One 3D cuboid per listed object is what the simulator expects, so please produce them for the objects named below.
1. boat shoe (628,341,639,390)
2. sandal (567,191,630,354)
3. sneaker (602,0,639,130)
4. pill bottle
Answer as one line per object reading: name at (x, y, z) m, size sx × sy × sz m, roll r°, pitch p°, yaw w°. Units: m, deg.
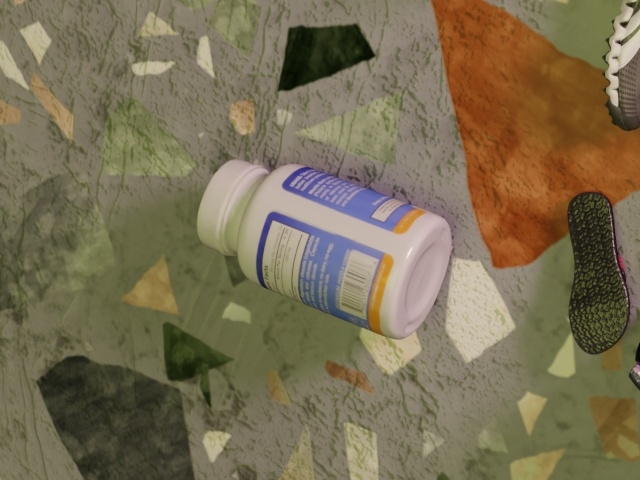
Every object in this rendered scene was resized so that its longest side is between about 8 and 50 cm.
boat shoe at (0.460, 0.197, 1.529) m, size 0.340 × 0.158 × 0.127 m, roll 37°, pitch 113°, yaw 17°
sandal at (0.307, 0.036, 1.651) m, size 0.067 × 0.040 × 0.179 m, roll -5°, pitch 82°, yaw 22°
sneaker at (0.359, -0.224, 1.552) m, size 0.106 × 0.078 × 0.234 m, roll 14°, pitch 103°, yaw 27°
pill bottle at (0.000, 0.000, 1.732) m, size 0.272 × 0.152 × 0.152 m, roll 21°, pitch 108°, yaw 23°
